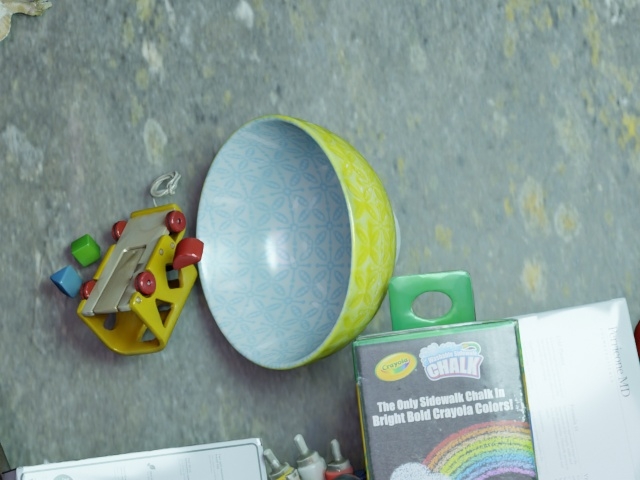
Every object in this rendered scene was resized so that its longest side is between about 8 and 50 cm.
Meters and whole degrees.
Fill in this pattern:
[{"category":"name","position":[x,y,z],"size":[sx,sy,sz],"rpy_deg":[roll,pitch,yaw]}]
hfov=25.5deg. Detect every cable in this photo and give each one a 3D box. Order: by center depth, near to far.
[{"category":"cable","position":[0.033,0.356,1.609],"size":[0.140,0.072,0.287],"rpy_deg":[-13,106,36]}]

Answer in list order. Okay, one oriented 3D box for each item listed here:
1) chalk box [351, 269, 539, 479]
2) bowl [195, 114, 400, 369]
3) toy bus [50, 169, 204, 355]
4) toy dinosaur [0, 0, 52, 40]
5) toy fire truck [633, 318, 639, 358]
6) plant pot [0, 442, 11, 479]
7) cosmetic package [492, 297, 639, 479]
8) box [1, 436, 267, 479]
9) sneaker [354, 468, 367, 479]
[{"category":"chalk box","position":[0.133,0.180,1.528],"size":[0.180,0.179,0.288],"rpy_deg":[-6,80,4]},{"category":"bowl","position":[0.000,0.000,1.650],"size":[0.156,0.289,0.289],"rpy_deg":[-3,77,-40]},{"category":"toy bus","position":[-0.202,0.042,1.694],"size":[0.202,0.191,0.104],"rpy_deg":[-37,124,-3]},{"category":"toy dinosaur","position":[-0.436,-0.285,1.785],"size":[0.183,0.053,0.092],"rpy_deg":[-26,82,-2]},{"category":"toy fire truck","position":[0.511,0.133,1.590],"size":[0.254,0.169,0.302],"rpy_deg":[2,51,-9]},{"category":"plant pot","position":[-0.428,0.325,1.623],"size":[0.215,0.215,0.230],"rpy_deg":[-32,95,-3]},{"category":"cosmetic package","position":[0.248,0.277,1.641],"size":[0.285,0.097,0.377],"rpy_deg":[-10,81,4]},{"category":"box","position":[-0.202,0.323,1.600],"size":[0.290,0.087,0.169],"rpy_deg":[-5,80,-25]},{"category":"sneaker","position":[0.034,0.294,1.670],"size":[0.144,0.053,0.059],"rpy_deg":[-34,79,-4]}]
